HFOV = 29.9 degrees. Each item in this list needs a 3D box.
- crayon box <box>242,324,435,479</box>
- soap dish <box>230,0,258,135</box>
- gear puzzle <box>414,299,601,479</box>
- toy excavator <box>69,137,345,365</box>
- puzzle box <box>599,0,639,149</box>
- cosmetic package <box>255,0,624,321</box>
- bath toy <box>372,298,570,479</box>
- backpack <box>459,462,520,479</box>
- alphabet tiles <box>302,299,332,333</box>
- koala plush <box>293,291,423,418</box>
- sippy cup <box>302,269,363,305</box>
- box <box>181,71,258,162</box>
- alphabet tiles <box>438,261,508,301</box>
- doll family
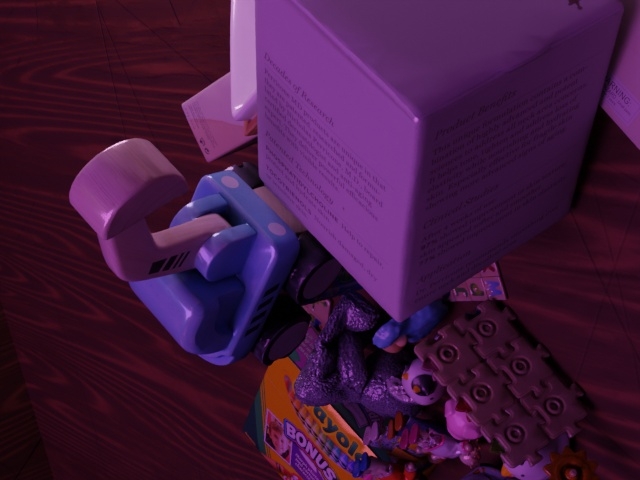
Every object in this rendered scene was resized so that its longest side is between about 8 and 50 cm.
[{"bbox_3d":[0.024,0.397,2.324,0.363,0.106,0.313,46,142,21],"label":"crayon box"},{"bbox_3d":[-0.045,-0.327,1.805,0.229,0.118,0.291,-38,48,55],"label":"soap dish"},{"bbox_3d":[0.304,0.253,1.817,0.339,0.175,0.044,51,158,22],"label":"gear puzzle"},{"bbox_3d":[-0.178,0.025,1.674,0.222,0.445,0.433,44,130,23],"label":"toy excavator"},{"bbox_3d":[0.404,-0.276,1.455,0.409,0.052,0.272,53,145,17],"label":"puzzle box"},{"bbox_3d":[0.136,-0.182,1.565,0.327,0.329,0.394,47,153,30],"label":"cosmetic package"},{"bbox_3d":[0.239,0.251,1.906,0.348,0.129,0.151,45,114,23],"label":"bath toy"},{"bbox_3d":[0.276,0.515,1.968,0.276,0.213,0.264,15,110,40],"label":"backpack"},{"bbox_3d":[-0.068,0.166,2.401,0.342,0.011,0.285,38,138,33],"label":"alphabet tiles"},{"bbox_3d":[0.088,0.239,2.098,0.221,0.203,0.196,29,160,6],"label":"koala plush"},{"bbox_3d":[0.000,0.000,1.976,0.240,0.224,0.305,46,134,19],"label":"sippy cup"},{"bbox_3d":[-0.096,-0.247,2.066,0.311,0.148,0.121,-19,96,57],"label":"box"},{"bbox_3d":[0.198,-0.012,1.935,0.198,0.009,0.237,-6,106,55],"label":"alphabet tiles"},{"bbox_3d":[0.181,0.343,2.043,0.263,0.163,0.118,-42,35,52],"label":"doll family"}]
